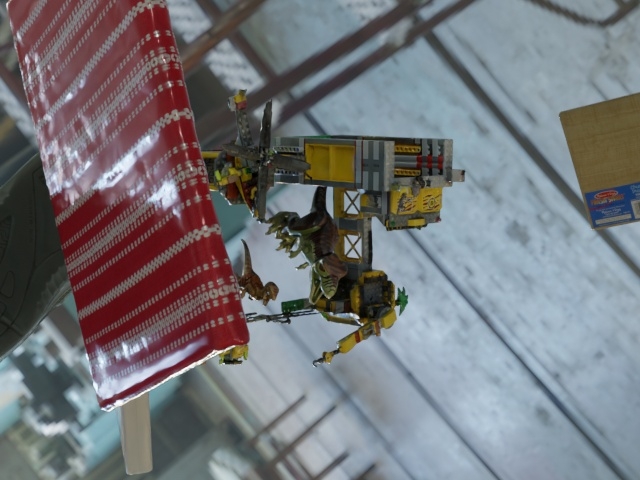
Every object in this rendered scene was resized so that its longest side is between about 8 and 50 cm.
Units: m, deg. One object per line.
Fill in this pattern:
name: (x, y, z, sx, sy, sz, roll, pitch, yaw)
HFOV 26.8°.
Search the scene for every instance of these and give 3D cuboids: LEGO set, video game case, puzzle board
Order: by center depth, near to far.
puzzle board: (0.251, -0.065, 1.001, 0.128, 0.011, 0.096, -12, 104, 27)
video game case: (-0.183, 0.032, 1.184, 0.285, 0.025, 0.204, -110, 18, -46)
LEGO set: (0.000, 0.000, 1.300, 0.192, 0.331, 0.255, 7, 91, 47)

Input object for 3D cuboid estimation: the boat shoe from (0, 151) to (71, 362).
boat shoe: (-0.240, 0.032, 0.927, 0.118, 0.320, 0.103, 44, 134, 2)

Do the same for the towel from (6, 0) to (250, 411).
towel: (-0.112, -0.055, 0.747, 0.199, 0.031, 0.275, -32, 70, 59)
